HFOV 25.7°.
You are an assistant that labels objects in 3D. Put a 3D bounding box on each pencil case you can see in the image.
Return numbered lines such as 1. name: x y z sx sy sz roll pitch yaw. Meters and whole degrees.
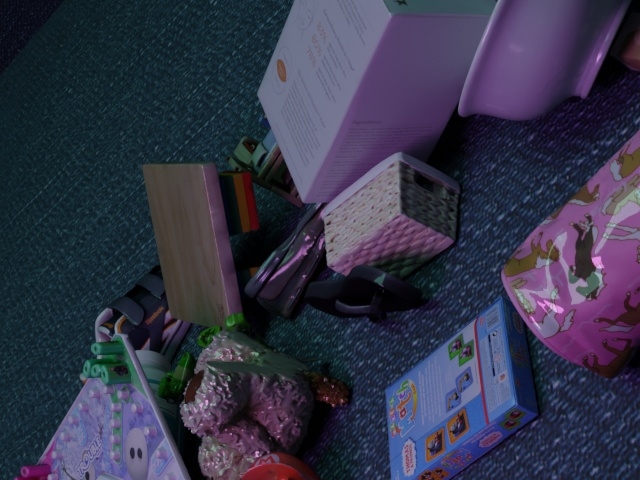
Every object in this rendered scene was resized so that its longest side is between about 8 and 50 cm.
1. pencil case: 0.345 -0.038 1.371 0.386 0.160 0.167 -50 21 24

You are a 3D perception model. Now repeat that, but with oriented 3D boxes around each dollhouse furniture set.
1. dollhouse furniture set: -0.077 -0.163 2.260 0.129 0.129 0.183 -57 27 9

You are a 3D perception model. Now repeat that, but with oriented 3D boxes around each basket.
1. basket: 0.092 -0.020 1.852 0.167 0.113 0.103 -36 40 40

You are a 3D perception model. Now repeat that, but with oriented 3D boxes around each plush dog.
1. plush dog: -0.089 0.267 1.874 0.262 0.210 0.225 -85 10 -78

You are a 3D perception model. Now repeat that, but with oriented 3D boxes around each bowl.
1. bowl: 0.282 -0.258 1.654 0.298 0.134 0.298 24 -90 -82

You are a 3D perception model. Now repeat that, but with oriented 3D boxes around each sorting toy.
1. sorting toy: -0.173 -0.002 2.203 0.255 0.089 0.257 6 108 62

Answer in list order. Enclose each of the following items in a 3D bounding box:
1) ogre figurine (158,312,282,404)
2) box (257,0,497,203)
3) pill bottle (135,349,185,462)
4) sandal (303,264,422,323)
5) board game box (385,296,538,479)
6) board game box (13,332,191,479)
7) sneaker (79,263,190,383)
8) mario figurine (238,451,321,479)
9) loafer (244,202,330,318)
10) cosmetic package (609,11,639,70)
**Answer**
1. ogre figurine: -0.139 0.185 2.056 0.197 0.118 0.097 -56 31 14
2. box: 0.068 -0.242 1.861 0.215 0.168 0.345 67 148 33
3. pill bottle: -0.281 0.298 2.171 0.146 0.146 0.264 -43 32 33
4. sandal: 0.055 0.084 1.848 0.254 0.097 0.054 -23 44 66
5. board game box: 0.157 0.186 1.622 0.211 0.039 0.160 -42 33 33
6. board game box: -0.299 0.395 1.966 0.390 0.050 0.390 -55 51 38
7. sneaker: -0.295 0.128 2.381 0.126 0.127 0.321 0 64 62
8. mario figurine: -0.051 0.381 1.647 0.170 0.198 0.320 -57 28 39
9. loafer: 0.000 0.000 2.055 0.267 0.084 0.096 -49 -2 17
10. cosmetic package: 0.387 -0.221 1.596 0.060 0.041 0.115 -62 26 -1
